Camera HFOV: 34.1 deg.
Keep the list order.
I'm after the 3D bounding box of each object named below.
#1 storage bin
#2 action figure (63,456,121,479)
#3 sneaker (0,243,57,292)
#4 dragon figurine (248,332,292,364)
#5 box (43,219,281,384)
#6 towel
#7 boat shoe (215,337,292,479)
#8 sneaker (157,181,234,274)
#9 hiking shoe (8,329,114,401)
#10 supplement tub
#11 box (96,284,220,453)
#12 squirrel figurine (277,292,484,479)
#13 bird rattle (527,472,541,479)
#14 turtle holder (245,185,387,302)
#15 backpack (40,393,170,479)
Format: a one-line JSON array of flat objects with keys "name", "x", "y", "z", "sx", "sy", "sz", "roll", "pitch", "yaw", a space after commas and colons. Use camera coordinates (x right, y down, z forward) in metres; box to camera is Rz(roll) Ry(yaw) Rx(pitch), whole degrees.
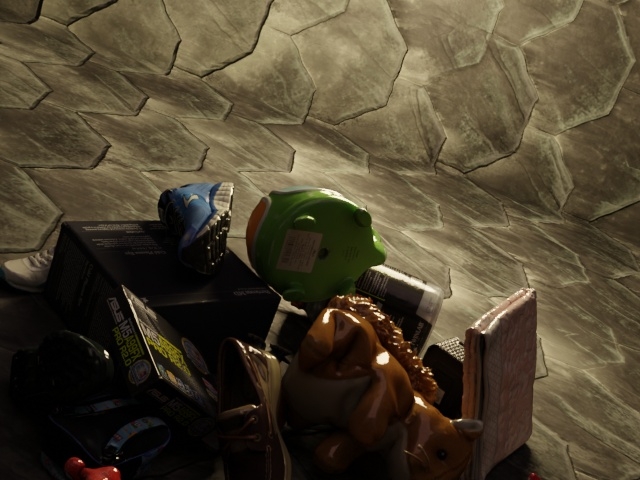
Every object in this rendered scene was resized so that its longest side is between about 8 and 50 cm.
[{"name": "storage bin", "x": 0.261, "y": 0.305, "z": 2.152, "sx": 0.122, "sy": 0.180, "sz": 0.084, "roll": 35, "pitch": 26, "yaw": 29}, {"name": "action figure", "x": -0.288, "y": 0.438, "z": 1.516, "sx": 0.280, "sy": 0.139, "sz": 0.091, "roll": 47, "pitch": 22, "yaw": 2}, {"name": "sneaker", "x": -0.545, "y": 0.048, "z": 2.126, "sx": 0.228, "sy": 0.092, "sz": 0.087, "roll": -4, "pitch": 35, "yaw": -44}, {"name": "dragon figurine", "x": -0.124, "y": 0.263, "z": 2.019, "sx": 0.085, "sy": 0.144, "sz": 0.289, "roll": 24, "pitch": -6, "yaw": 6}, {"name": "box", "x": -0.317, "y": 0.111, "z": 2.077, "sx": 0.343, "sy": 0.179, "sz": 0.312, "roll": -1, "pitch": 31, "yaw": -42}, {"name": "towel", "x": 0.366, "y": 0.290, "z": 2.098, "sx": 0.053, "sy": 0.332, "sz": 0.317, "roll": 8, "pitch": 16, "yaw": 29}, {"name": "boat shoe", "x": -0.130, "y": 0.315, "z": 1.725, "sx": 0.123, "sy": 0.123, "sz": 0.342, "roll": 43, "pitch": 35, "yaw": -44}, {"name": "sneaker", "x": -0.258, "y": -0.029, "z": 2.087, "sx": 0.147, "sy": 0.130, "sz": 0.330, "roll": 5, "pitch": 21, "yaw": -2}, {"name": "hiking shoe", "x": -0.400, "y": 0.208, "z": 1.713, "sx": 0.132, "sy": 0.113, "sz": 0.304, "roll": 7, "pitch": -10, "yaw": -37}, {"name": "supplement tub", "x": 0.104, "y": 0.138, "z": 2.367, "sx": 0.316, "sy": 0.194, "sz": 0.193, "roll": 24, "pitch": 23, "yaw": 3}, {"name": "box", "x": -0.261, "y": 0.225, "z": 1.799, "sx": 0.270, "sy": 0.060, "sz": 0.216, "roll": 50, "pitch": 7, "yaw": -49}, {"name": "squirrel figurine", "x": 0.124, "y": 0.291, "z": 1.959, "sx": 0.370, "sy": 0.281, "sz": 0.397, "roll": 31, "pitch": 28, "yaw": 3}, {"name": "bird rattle", "x": 0.430, "y": 0.555, "z": 1.887, "sx": 0.207, "sy": 0.143, "sz": 0.253, "roll": 36, "pitch": 11, "yaw": 4}, {"name": "turtle holder", "x": -0.008, "y": -0.014, "z": 2.187, "sx": 0.320, "sy": 0.243, "sz": 0.227, "roll": -23, "pitch": 32, "yaw": -22}, {"name": "backpack", "x": -0.336, "y": 0.324, "z": 1.665, "sx": 0.158, "sy": 0.117, "sz": 0.173, "roll": 34, "pitch": 26, "yaw": 27}]
